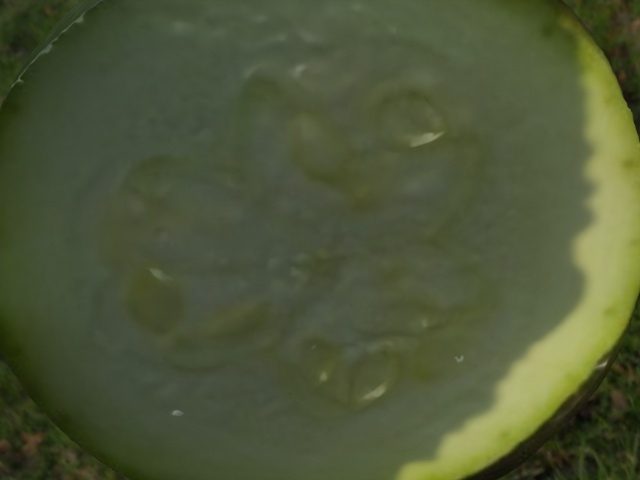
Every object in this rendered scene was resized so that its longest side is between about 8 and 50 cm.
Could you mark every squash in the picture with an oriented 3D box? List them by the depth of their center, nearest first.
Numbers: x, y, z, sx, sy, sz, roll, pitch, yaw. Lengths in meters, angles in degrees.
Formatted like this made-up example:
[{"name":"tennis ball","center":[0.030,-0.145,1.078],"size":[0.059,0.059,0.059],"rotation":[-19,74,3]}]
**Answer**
[{"name":"squash","center":[0.000,0.000,0.463],"size":[0.252,0.252,0.049],"rotation":[-23,25,8]}]
